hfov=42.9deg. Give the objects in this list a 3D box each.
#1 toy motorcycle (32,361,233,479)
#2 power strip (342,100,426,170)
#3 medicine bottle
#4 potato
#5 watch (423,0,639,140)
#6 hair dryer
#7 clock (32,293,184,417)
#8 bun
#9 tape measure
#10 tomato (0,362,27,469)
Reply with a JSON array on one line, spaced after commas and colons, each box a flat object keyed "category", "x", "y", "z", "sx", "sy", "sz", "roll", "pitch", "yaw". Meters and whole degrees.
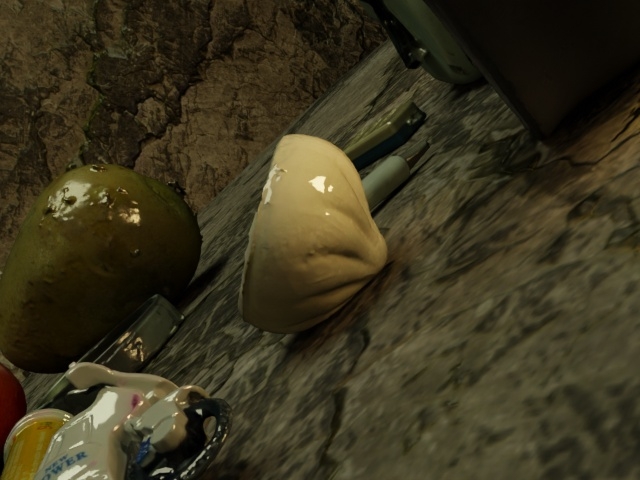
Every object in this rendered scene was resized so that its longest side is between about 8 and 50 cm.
[{"category": "toy motorcycle", "x": -0.141, "y": 0.152, "z": 0.434, "sx": 0.221, "sy": 0.102, "sz": 0.150, "roll": -43, "pitch": 22, "yaw": -10}, {"category": "power strip", "x": 0.072, "y": -0.124, "z": 0.972, "sx": 0.056, "sy": 0.032, "sz": 0.123, "roll": -49, "pitch": 13, "yaw": -31}, {"category": "medicine bottle", "x": -0.221, "y": 0.192, "z": 0.643, "sx": 0.074, "sy": 0.074, "sz": 0.218, "roll": -44, "pitch": 11, "yaw": -11}, {"category": "potato", "x": -0.337, "y": 0.051, "z": 1.229, "sx": 0.359, "sy": 0.269, "sz": 0.219, "roll": -52, "pitch": 50, "yaw": 22}, {"category": "watch", "x": 0.095, "y": -0.247, "z": 0.510, "sx": 0.314, "sy": 0.327, "sz": 0.335, "roll": -37, "pitch": 37, "yaw": 14}, {"category": "hair dryer", "x": 0.038, "y": -0.036, "z": 0.714, "sx": 0.183, "sy": 0.044, "sz": 0.155, "roll": -39, "pitch": 12, "yaw": -2}, {"category": "clock", "x": -0.276, "y": 0.158, "z": 1.056, "sx": 0.226, "sy": 0.049, "sz": 0.226, "roll": -41, "pitch": 10, "yaw": 9}, {"category": "bun", "x": 0.000, "y": 0.000, "z": 0.558, "sx": 0.138, "sy": 0.094, "sz": 0.138, "roll": 11, "pitch": -90, "yaw": -89}, {"category": "tape measure", "x": 0.108, "y": -0.280, "z": 0.888, "sx": 0.125, "sy": 0.246, "sz": 0.243, "roll": -40, "pitch": -1, "yaw": 5}, {"category": "tomato", "x": -0.531, "y": 0.290, "z": 1.149, "sx": 0.290, "sy": 0.176, "sz": 0.335, "roll": -64, "pitch": 10, "yaw": -10}]
